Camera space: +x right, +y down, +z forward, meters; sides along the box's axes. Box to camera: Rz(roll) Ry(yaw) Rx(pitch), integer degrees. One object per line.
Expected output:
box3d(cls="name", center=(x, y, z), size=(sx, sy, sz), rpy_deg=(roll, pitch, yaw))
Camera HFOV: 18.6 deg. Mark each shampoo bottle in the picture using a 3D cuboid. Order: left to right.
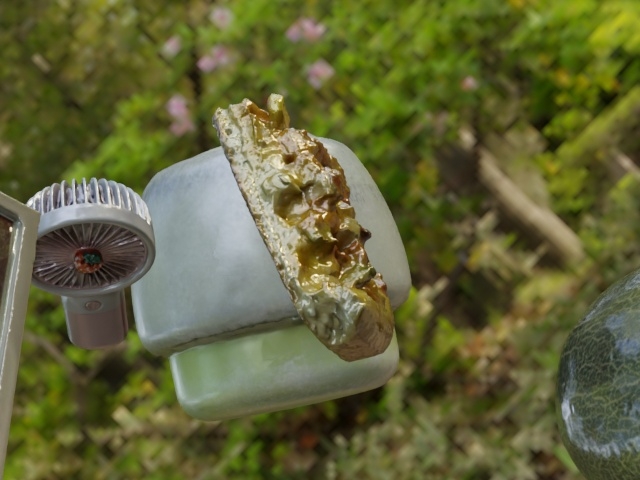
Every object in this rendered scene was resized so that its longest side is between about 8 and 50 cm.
box3d(cls="shampoo bottle", center=(-0.060, 0.039, 2.256), size=(0.322, 0.317, 0.322), rpy_deg=(-11, -3, -1))

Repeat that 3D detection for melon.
box3d(cls="melon", center=(0.336, 0.124, 1.614), size=(0.301, 0.237, 0.237), rpy_deg=(-12, 24, 51))

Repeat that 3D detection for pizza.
box3d(cls="pizza", center=(0.013, 0.024, 1.748), size=(0.087, 0.258, 0.268), rpy_deg=(-25, -31, 4))

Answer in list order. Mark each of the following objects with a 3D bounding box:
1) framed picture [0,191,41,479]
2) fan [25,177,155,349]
box3d(cls="framed picture", center=(-0.288, 0.049, 1.275), size=(0.020, 0.211, 0.289), rpy_deg=(-36, 38, 35))
box3d(cls="fan", center=(-0.221, 0.031, 1.883), size=(0.130, 0.074, 0.244), rpy_deg=(-7, -34, -5))
